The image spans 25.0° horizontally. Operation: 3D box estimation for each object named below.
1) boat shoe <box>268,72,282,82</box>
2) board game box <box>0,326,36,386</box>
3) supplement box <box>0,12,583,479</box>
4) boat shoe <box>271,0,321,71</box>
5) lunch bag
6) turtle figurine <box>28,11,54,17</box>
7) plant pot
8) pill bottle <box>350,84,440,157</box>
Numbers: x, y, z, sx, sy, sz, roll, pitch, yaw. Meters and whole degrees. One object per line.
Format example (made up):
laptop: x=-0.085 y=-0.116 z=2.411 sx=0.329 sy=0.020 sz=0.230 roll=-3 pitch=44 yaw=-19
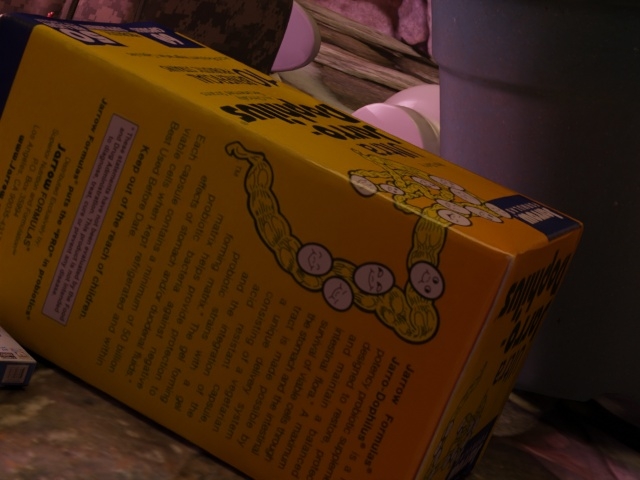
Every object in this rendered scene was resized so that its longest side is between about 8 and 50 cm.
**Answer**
boat shoe: x=-0.062 y=-0.082 z=1.502 sx=0.099 sy=0.116 sz=0.319 roll=-21 pitch=25 yaw=4
board game box: x=-0.228 y=0.056 z=0.848 sx=0.090 sy=0.020 sz=0.090 roll=7 pitch=21 yaw=-44
supplement box: x=-0.044 y=0.008 z=0.938 sx=0.356 sy=0.195 sz=0.194 roll=27 pitch=15 yaw=17
boat shoe: x=-0.160 y=-0.343 z=2.203 sx=0.367 sy=0.136 sz=0.156 roll=15 pitch=10 yaw=13
lunch bag: x=-0.214 y=-0.260 z=1.622 sx=0.256 sy=0.212 sz=0.305 roll=31 pitch=17 yaw=25
turtle figurine: x=-0.241 y=-0.143 z=1.382 sx=0.234 sy=0.118 sz=0.175 roll=28 pitch=15 yaw=2
plant pot: x=0.240 y=-0.060 z=1.210 sx=0.341 sy=0.334 sz=0.341 roll=3 pitch=15 yaw=-1
pill bottle: x=0.158 y=-0.064 z=1.514 sx=0.181 sy=0.181 sz=0.323 roll=33 pitch=18 yaw=38
